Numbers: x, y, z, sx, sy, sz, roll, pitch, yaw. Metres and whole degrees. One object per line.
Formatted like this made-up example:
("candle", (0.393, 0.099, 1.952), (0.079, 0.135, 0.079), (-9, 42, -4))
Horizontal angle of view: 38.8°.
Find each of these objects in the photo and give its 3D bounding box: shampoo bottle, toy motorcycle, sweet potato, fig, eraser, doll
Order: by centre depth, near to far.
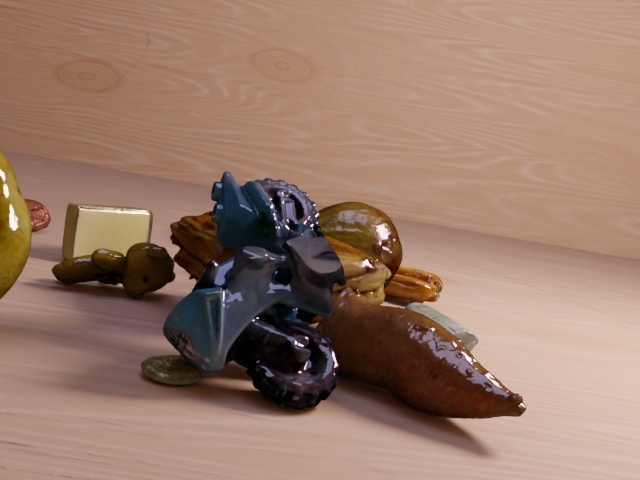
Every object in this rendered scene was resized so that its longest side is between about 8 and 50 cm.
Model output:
("sweet potato", (0.143, 0.168, 1.251), (0.337, 0.131, 0.131), (17, 11, 38))
("toy motorcycle", (-0.097, 0.047, 1.257), (0.232, 0.172, 0.416), (11, 44, -17))
("doll", (-0.360, 0.061, 1.590), (0.210, 0.097, 0.137), (-7, -22, -7))
("shampoo bottle", (0.215, 0.159, 1.666), (0.072, 0.049, 0.212), (11, 6, -18))
("fig", (0.000, 0.000, 1.796), (0.321, 0.216, 0.217), (21, 2, -29))
("eraser", (-0.428, -0.012, 1.829), (0.172, 0.117, 0.058), (3, 7, -42))

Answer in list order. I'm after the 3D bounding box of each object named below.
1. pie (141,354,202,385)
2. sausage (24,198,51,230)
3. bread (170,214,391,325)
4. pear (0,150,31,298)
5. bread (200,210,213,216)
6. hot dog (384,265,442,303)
("pie", (-0.195, 0.169, 1.186), (0.084, 0.021, 0.084), (10, 12, -2))
("sausage", (-0.703, -0.055, 1.931), (0.087, 0.079, 0.327), (-16, -9, 36))
("bread", (-0.081, 0.063, 1.548), (0.325, 0.167, 0.277), (9, 9, -29))
("pear", (-0.546, -0.026, 1.185), (0.304, 0.303, 0.304), (10, 8, -1))
("bread", (-0.258, -0.032, 2.298), (0.124, 0.084, 0.344), (9, 8, -12))
("hot dog", (0.149, 0.091, 1.996), (0.250, 0.068, 0.100), (12, 18, 31))
